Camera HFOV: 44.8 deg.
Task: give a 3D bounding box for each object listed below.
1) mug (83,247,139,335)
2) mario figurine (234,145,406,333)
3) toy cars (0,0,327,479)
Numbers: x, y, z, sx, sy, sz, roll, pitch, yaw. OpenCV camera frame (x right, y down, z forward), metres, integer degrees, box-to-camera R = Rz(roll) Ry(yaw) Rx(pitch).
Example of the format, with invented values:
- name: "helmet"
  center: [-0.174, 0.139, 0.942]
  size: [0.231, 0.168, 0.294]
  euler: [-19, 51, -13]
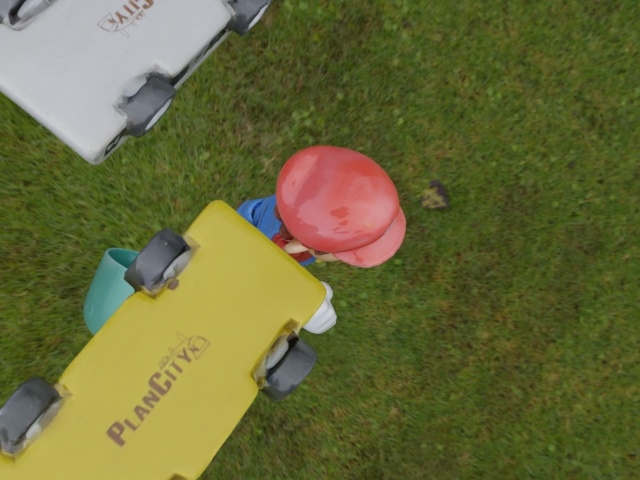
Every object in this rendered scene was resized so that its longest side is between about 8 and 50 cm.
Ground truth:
- name: "mug"
  center: [-0.200, 0.075, 0.886]
  size: [0.130, 0.158, 0.097]
  euler: [22, 95, -11]
- name: "mario figurine"
  center: [0.000, 0.000, 0.887]
  size: [0.170, 0.321, 0.198]
  euler: [-11, 87, -27]
- name: "toy cars"
  center: [-0.096, -0.022, 0.420]
  size: [0.177, 0.087, 0.393]
  euler: [1, 73, -23]
